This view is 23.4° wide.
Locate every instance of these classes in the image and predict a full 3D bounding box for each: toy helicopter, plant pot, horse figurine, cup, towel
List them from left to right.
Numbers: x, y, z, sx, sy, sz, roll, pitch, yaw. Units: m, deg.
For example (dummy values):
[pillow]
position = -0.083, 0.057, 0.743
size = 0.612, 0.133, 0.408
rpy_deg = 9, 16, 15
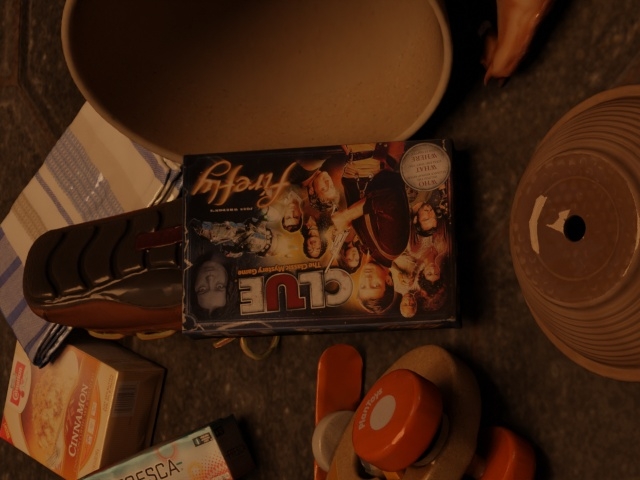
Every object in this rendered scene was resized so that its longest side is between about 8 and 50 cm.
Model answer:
[towel]
position = -0.268, -0.025, 1.679
size = 0.285, 0.034, 0.209
rpy_deg = -51, 48, 14
[cup]
position = -0.047, -0.246, 1.371
size = 0.331, 0.331, 0.237
rpy_deg = -32, 40, 38
[toy helicopter]
position = 0.013, 0.241, 1.357
size = 0.355, 0.140, 0.235
rpy_deg = -55, 26, 7
[horse figurine]
position = 0.200, -0.261, 1.269
size = 0.263, 0.066, 0.174
rpy_deg = -30, 62, 42
[plant pot]
position = 0.228, -0.007, 1.197
size = 0.237, 0.110, 0.237
rpy_deg = -2, 87, 43

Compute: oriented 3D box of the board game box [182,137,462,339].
[board game box]
position = 0.000, 0.000, 1.362
size = 0.243, 0.042, 0.165
rpy_deg = -4, 77, 10

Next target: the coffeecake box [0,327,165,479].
[coffeecake box]
position = -0.264, 0.179, 1.691
size = 0.185, 0.068, 0.142
rpy_deg = 21, 103, 43

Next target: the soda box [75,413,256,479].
[soda box]
position = -0.161, 0.237, 1.552
size = 0.183, 0.058, 0.063
rpy_deg = -24, 88, 22

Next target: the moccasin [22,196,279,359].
[moccasin]
position = -0.103, 0.036, 1.498
size = 0.380, 0.147, 0.139
rpy_deg = -14, 61, 24
